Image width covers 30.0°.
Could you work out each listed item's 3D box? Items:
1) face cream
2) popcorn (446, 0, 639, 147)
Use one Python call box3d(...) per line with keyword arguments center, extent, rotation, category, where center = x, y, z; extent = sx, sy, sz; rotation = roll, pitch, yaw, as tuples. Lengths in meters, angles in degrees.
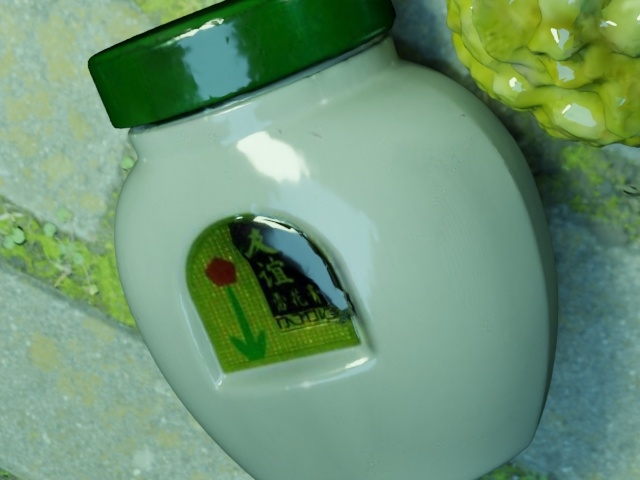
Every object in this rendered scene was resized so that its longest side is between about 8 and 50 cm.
box3d(center=(0.000, 0.000, 0.842), extent=(0.312, 0.219, 0.357), rotation=(-14, 104, 27), category="face cream")
box3d(center=(0.189, -0.167, 0.711), extent=(0.259, 0.212, 0.259), rotation=(13, 122, 21), category="popcorn")
